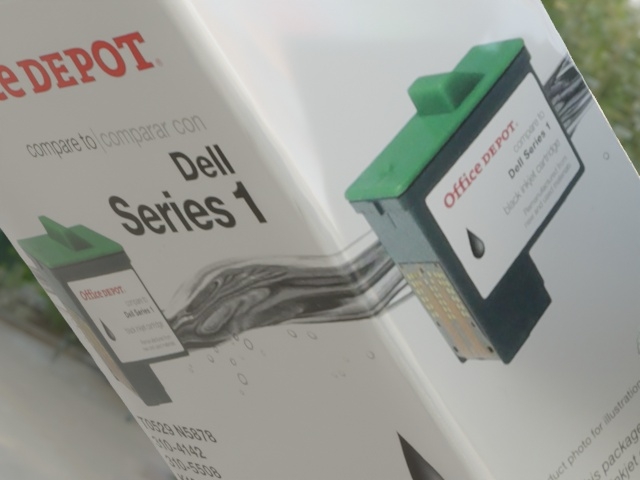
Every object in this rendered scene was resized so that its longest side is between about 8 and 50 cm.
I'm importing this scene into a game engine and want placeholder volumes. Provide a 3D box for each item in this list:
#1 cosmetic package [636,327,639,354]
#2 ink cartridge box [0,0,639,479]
[{"bbox_3d":[0.282,0.043,0.436,0.377,0.097,0.284,23,9,15],"label":"cosmetic package"},{"bbox_3d":[0.000,0.000,0.500,0.160,0.092,0.219,-4,-56,56],"label":"ink cartridge box"}]
